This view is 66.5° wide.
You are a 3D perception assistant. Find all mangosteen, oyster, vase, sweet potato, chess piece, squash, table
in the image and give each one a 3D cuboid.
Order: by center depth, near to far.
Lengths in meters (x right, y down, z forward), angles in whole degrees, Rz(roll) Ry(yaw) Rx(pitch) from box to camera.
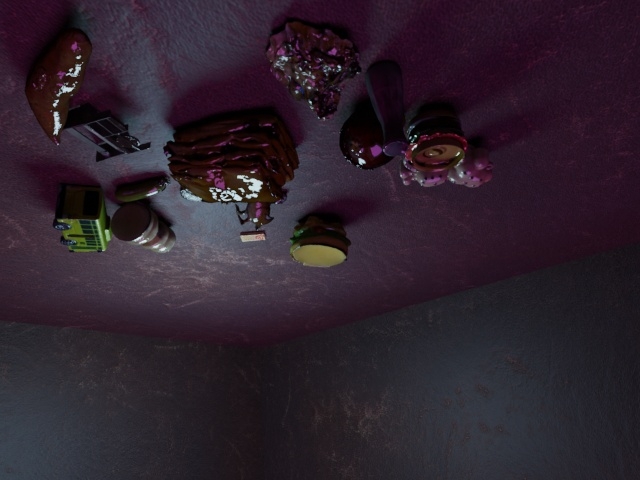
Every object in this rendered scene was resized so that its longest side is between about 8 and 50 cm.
[{"bbox_3d":[-0.557,-0.332,1.018,0.106,0.095,0.355,48,137,-6],"label":"sweet potato"},{"bbox_3d":[-0.020,-0.372,1.072,0.223,0.083,0.214,12,150,-22],"label":"oyster"},{"bbox_3d":[0.156,-0.296,1.110,0.086,0.214,0.086,-5,157,-2],"label":"vase"},{"bbox_3d":[-0.535,-0.269,1.205,0.175,0.062,0.146,-12,157,16],"label":"table"},{"bbox_3d":[0.142,-0.267,1.273,0.180,0.166,0.166,-20,169,-36],"label":"mangosteen"},{"bbox_3d":[-0.546,-0.155,1.495,0.184,0.052,0.052,-13,156,9],"label":"squash"},{"bbox_3d":[-0.589,-0.027,1.690,0.143,0.142,0.261,-9,161,8],"label":"chess piece"}]

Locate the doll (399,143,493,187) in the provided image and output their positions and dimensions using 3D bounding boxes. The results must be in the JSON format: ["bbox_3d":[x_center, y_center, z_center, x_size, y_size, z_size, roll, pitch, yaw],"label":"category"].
[{"bbox_3d":[0.384,-0.221,1.496,0.278,0.119,0.154,0,158,13],"label":"doll"}]

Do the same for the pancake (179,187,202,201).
[{"bbox_3d":[-0.398,-0.151,1.581,0.115,0.011,0.115,-5,157,-2],"label":"pancake"}]

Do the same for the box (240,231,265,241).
[{"bbox_3d":[-0.267,-0.015,1.927,0.093,0.015,0.058,-5,159,-1],"label":"box"}]

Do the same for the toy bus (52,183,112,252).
[{"bbox_3d":[-0.754,-0.061,1.560,0.150,0.128,0.262,2,155,-17],"label":"toy bus"}]

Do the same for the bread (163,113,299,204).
[{"bbox_3d":[-0.230,-0.193,1.322,0.325,0.167,0.277,-11,156,10],"label":"bread"}]

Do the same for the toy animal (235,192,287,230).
[{"bbox_3d":[-0.195,-0.100,1.673,0.179,0.089,0.188,-19,153,-9],"label":"toy animal"}]

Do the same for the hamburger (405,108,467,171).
[{"bbox_3d":[0.303,-0.274,1.298,0.175,0.136,0.175,-4,162,-1],"label":"hamburger"}]

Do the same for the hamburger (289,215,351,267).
[{"bbox_3d":[0.000,0.000,1.862,0.237,0.148,0.237,2,153,1],"label":"hamburger"}]
